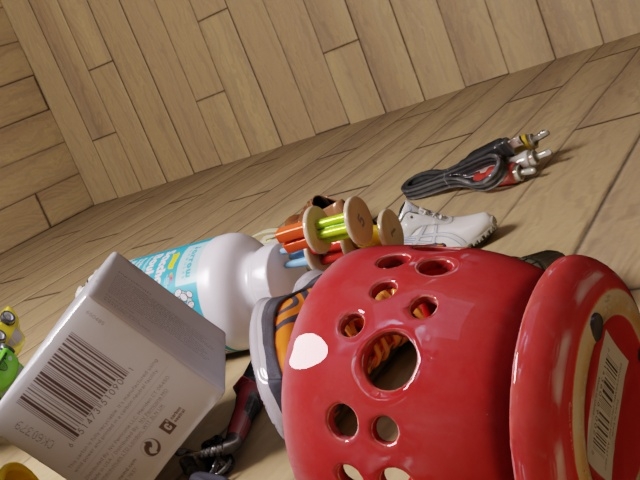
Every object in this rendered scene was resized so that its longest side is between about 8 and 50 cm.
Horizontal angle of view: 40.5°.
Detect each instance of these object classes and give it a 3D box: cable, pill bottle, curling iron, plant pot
[{"bbox_3d":[0.242,-0.096,1.424,0.287,0.072,0.139,-26,23,45],"label":"cable"},{"bbox_3d":[-0.147,0.074,1.095,0.264,0.146,0.146,-15,15,30],"label":"pill bottle"},{"bbox_3d":[-0.085,0.162,0.886,0.068,0.035,0.274,-19,14,13],"label":"curling iron"},{"bbox_3d":[0.100,0.097,0.533,0.174,0.191,0.191,-1,23,36],"label":"plant pot"}]

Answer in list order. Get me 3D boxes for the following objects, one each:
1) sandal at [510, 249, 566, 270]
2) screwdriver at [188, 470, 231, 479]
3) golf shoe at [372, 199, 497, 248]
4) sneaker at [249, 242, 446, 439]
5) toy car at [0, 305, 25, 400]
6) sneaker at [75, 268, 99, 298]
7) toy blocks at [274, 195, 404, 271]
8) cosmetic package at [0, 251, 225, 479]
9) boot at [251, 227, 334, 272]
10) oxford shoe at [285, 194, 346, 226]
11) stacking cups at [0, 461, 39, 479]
[{"bbox_3d":[0.187,0.051,0.862,0.090,0.060,0.219,-18,-2,-9],"label":"sandal"},{"bbox_3d":[-0.053,0.205,0.687,0.024,0.025,0.170,-32,16,-38],"label":"screwdriver"},{"bbox_3d":[0.140,-0.016,1.132,0.176,0.086,0.069,-19,11,7],"label":"golf shoe"},{"bbox_3d":[0.050,0.072,0.831,0.180,0.125,0.321,-19,13,16],"label":"sneaker"},{"bbox_3d":[-0.435,0.185,1.130,0.225,0.053,0.239,-20,38,53],"label":"toy car"},{"bbox_3d":[-0.328,0.119,1.281,0.110,0.118,0.292,-19,15,4],"label":"sneaker"},{"bbox_3d":[0.000,0.000,0.958,0.148,0.054,0.123,-15,-18,32],"label":"toy blocks"},{"bbox_3d":[-0.193,0.128,0.831,0.151,0.151,0.184,-51,11,6],"label":"cosmetic package"},{"bbox_3d":[-0.077,0.044,1.265,0.213,0.077,0.165,-10,19,32],"label":"boot"},{"bbox_3d":[-0.004,-0.044,1.504,0.076,0.076,0.212,-31,14,-29],"label":"oxford shoe"},{"bbox_3d":[-0.382,0.300,0.731,0.316,0.096,0.096,-27,13,0],"label":"stacking cups"}]
